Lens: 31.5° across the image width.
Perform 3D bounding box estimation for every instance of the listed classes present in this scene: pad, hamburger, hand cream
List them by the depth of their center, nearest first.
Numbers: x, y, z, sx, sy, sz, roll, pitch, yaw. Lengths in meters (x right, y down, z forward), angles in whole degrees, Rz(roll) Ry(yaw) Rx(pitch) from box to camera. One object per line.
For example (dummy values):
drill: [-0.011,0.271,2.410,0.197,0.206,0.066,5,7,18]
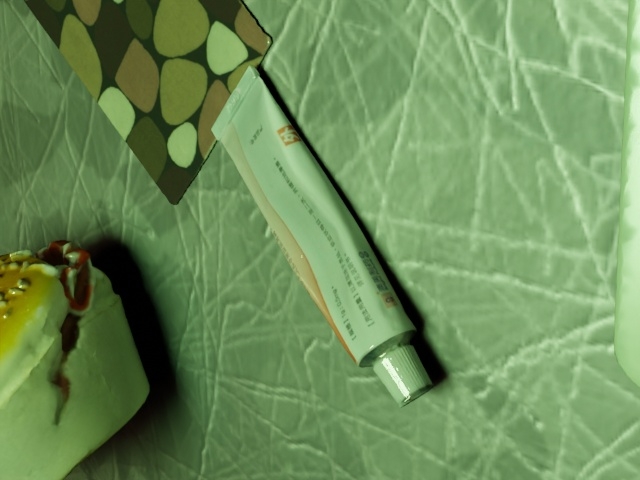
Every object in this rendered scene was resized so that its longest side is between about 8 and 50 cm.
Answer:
hand cream: [-0.002,0.001,0.649,0.052,0.038,0.216,-37,69,16]
pad: [-0.129,-0.155,0.745,0.235,0.003,0.158,53,133,19]
hamburger: [-0.255,0.113,0.806,0.295,0.227,0.151,-19,113,43]

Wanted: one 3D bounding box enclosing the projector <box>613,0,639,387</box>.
projector: [0.230,-0.056,0.354,0.259,0.079,0.257,9,109,32]
